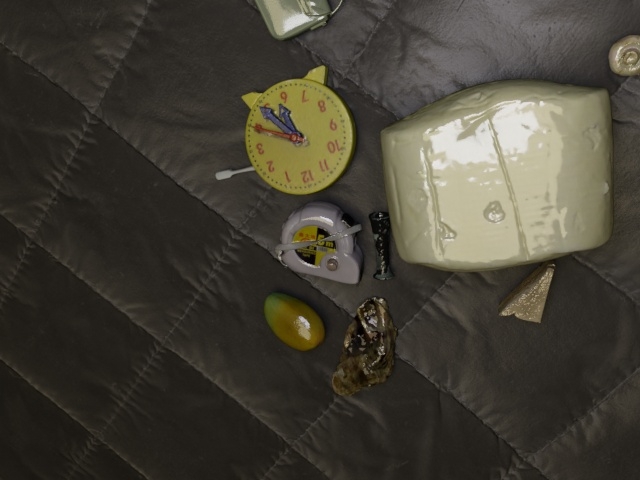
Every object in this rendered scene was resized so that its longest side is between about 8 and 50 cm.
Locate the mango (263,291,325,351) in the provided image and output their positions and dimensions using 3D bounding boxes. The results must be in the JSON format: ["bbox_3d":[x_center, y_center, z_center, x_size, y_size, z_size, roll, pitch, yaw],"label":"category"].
[{"bbox_3d":[-0.074,0.218,1.714,0.195,0.092,0.130,46,117,3],"label":"mango"}]

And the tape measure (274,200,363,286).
[{"bbox_3d":[0.000,0.000,1.595,0.236,0.120,0.197,11,118,9],"label":"tape measure"}]

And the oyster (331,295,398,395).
[{"bbox_3d":[0.112,0.291,1.685,0.166,0.094,0.295,10,106,23],"label":"oyster"}]

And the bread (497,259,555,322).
[{"bbox_3d":[0.490,0.113,1.502,0.105,0.077,0.152,11,110,13],"label":"bread"}]

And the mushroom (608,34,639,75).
[{"bbox_3d":[0.631,-0.375,1.287,0.083,0.067,0.084,9,118,17],"label":"mushroom"}]

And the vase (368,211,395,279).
[{"bbox_3d":[0.154,0.015,1.585,0.059,0.059,0.167,0,109,18],"label":"vase"}]

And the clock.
[{"bbox_3d":[-0.056,-0.253,1.527,0.277,0.071,0.294,-22,94,20],"label":"clock"}]

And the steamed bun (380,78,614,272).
[{"bbox_3d":[0.368,-0.146,1.337,0.455,0.290,0.372,-5,102,17],"label":"steamed bun"}]

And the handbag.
[{"bbox_3d":[-0.057,-0.601,1.431,0.219,0.079,0.256,-23,101,13],"label":"handbag"}]

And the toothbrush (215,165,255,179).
[{"bbox_3d":[-0.115,-0.197,1.612,0.342,0.030,0.025,-10,106,21],"label":"toothbrush"}]
